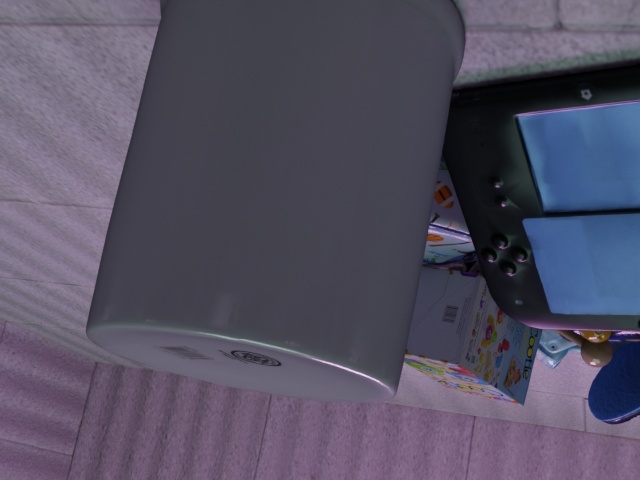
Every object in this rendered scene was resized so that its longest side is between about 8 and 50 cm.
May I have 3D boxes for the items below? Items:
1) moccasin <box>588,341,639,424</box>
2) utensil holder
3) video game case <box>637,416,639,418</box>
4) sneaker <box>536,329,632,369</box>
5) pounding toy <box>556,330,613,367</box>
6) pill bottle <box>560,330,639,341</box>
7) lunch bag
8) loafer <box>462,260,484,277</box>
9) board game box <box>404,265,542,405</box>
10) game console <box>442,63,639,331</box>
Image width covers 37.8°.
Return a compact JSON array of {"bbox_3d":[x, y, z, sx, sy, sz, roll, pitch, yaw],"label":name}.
[{"bbox_3d":[0.615,0.212,1.610,0.117,0.138,0.342,18,129,-33],"label":"moccasin"},{"bbox_3d":[-0.038,-0.056,0.945,0.327,0.385,0.327,9,162,3],"label":"utensil holder"},{"bbox_3d":[0.668,0.238,1.733,0.193,0.212,0.023,8,152,6],"label":"video game case"},{"bbox_3d":[0.406,0.156,1.742,0.366,0.150,0.135,9,162,12],"label":"sneaker"},{"bbox_3d":[0.411,0.109,1.479,0.183,0.110,0.237,32,139,16],"label":"pounding toy"},{"bbox_3d":[0.512,0.109,1.576,0.219,0.123,0.123,-7,156,45],"label":"pill bottle"},{"bbox_3d":[0.105,-0.047,1.353,0.303,0.115,0.243,18,164,-19],"label":"lunch bag"},{"bbox_3d":[0.284,0.034,1.543,0.111,0.112,0.319,49,165,1],"label":"loafer"},{"bbox_3d":[0.232,0.156,1.506,0.142,0.144,0.275,7,163,36],"label":"board game box"},{"bbox_3d":[0.341,-0.036,1.064,0.386,0.060,0.342,-2,127,36],"label":"game console"}]
